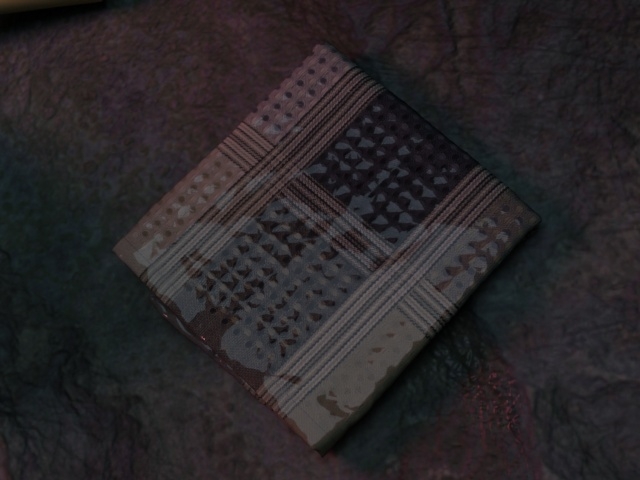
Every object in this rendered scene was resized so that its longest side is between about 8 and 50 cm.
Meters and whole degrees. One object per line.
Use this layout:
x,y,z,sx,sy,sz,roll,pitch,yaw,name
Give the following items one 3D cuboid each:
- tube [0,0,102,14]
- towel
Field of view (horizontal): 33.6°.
-0.370,-0.292,1.210,0.240,0.062,0.070,-6,32,0,tube
0.000,0.000,1.044,0.324,0.056,0.312,-45,69,-9,towel
